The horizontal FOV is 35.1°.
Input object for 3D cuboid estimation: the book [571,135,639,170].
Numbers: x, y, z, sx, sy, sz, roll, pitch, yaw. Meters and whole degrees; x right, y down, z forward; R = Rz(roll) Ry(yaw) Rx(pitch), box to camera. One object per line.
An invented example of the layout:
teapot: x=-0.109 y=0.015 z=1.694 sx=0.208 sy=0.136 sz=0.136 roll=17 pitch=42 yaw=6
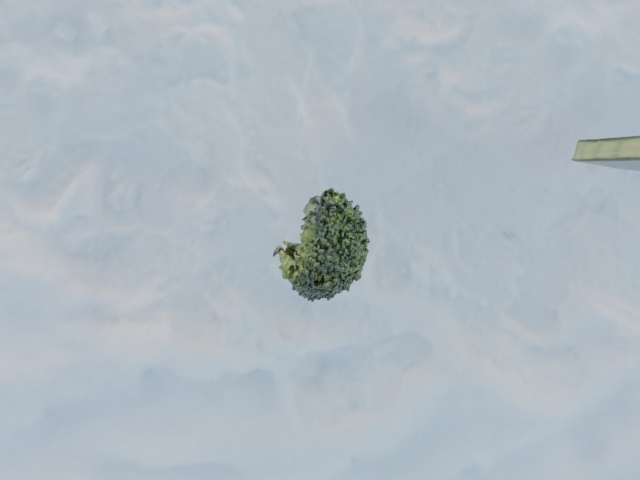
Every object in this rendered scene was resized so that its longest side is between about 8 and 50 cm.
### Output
book: x=0.369 y=-0.065 z=0.781 sx=0.201 sy=0.289 sz=0.026 roll=3 pitch=90 yaw=-39

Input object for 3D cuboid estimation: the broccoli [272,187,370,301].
broccoli: x=0.000 y=0.000 z=0.831 sx=0.095 sy=0.092 sz=0.097 roll=-29 pitch=148 yaw=18
